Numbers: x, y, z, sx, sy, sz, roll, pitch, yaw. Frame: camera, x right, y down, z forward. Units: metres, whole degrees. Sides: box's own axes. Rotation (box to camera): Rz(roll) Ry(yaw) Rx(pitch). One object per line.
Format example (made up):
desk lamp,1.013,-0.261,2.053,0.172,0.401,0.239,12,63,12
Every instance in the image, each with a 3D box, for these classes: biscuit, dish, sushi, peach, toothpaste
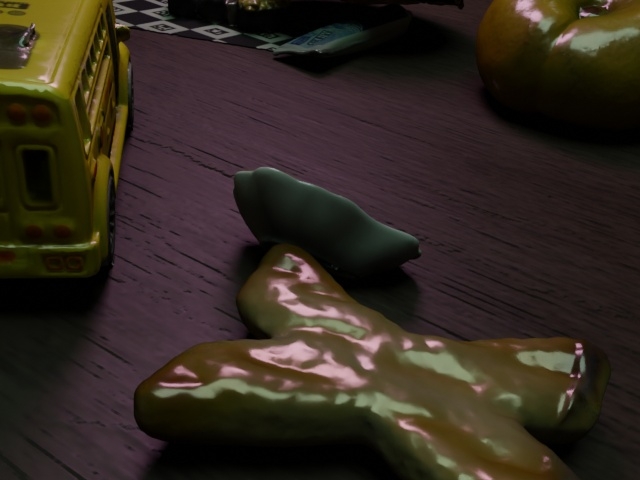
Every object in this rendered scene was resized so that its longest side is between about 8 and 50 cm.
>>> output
biscuit,0.034,0.076,0.347,0.208,0.047,0.164,17,30,16
dish,0.000,0.000,0.459,0.137,0.091,0.039,22,74,-7
sushi,-0.154,-0.345,0.976,0.290,0.050,0.264,11,32,5
peach,0.304,-0.219,0.799,0.251,0.153,0.251,-4,42,4
toothpaste,0.048,-0.277,0.922,0.069,0.047,0.268,40,44,16

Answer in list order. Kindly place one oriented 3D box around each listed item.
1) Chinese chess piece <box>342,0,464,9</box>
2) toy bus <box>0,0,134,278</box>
Chinese chess piece,0.060,-0.415,0.981,0.339,0.140,0.338,4,16,-1
toy bus,-0.212,-0.107,0.485,0.144,0.152,0.330,-1,33,-12
